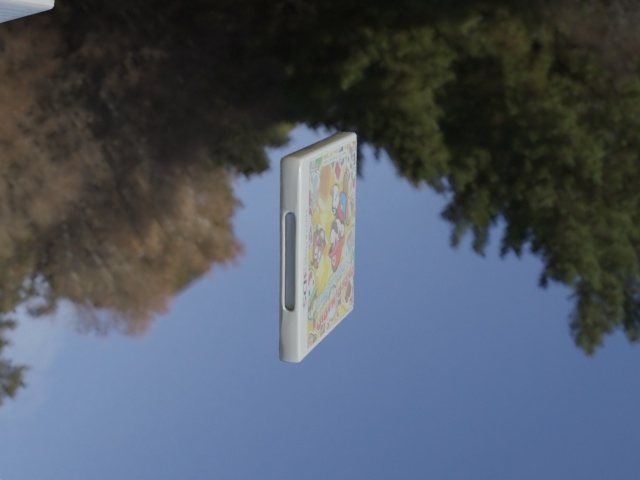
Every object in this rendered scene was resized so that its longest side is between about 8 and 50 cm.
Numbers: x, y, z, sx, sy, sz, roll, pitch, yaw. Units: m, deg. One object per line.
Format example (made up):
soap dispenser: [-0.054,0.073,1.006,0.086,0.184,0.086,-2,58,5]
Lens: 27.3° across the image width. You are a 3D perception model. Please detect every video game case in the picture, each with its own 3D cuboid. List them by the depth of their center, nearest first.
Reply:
video game case: [0.000,0.000,1.390,0.026,0.206,0.227,4,-168,14]

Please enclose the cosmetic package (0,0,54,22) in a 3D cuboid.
cosmetic package: [-0.418,-0.308,1.441,0.184,0.151,0.151,-11,-177,16]
